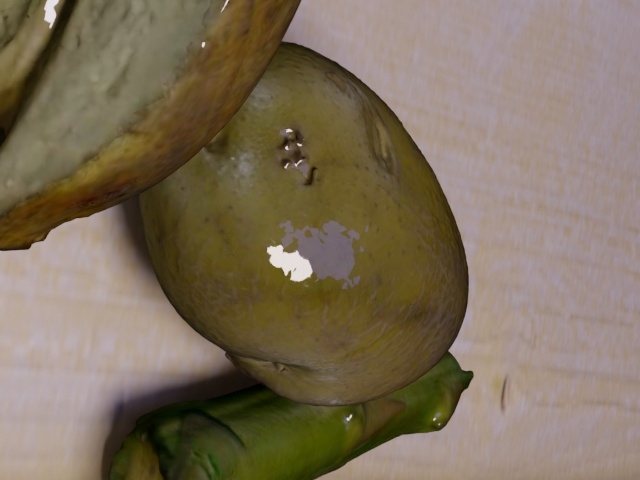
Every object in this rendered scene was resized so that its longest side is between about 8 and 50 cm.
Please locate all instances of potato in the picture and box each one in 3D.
[{"bbox_3d":[0.000,0.000,0.982,0.251,0.159,0.174,49,55,-52],"label":"potato"}]

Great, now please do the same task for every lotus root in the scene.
[{"bbox_3d":[-0.106,-0.128,0.737,0.149,0.267,0.260,2,103,-64],"label":"lotus root"}]

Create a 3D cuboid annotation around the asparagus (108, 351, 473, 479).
[{"bbox_3d":[-0.014,0.112,1.046,0.343,0.085,0.082,-19,99,-57],"label":"asparagus"}]
